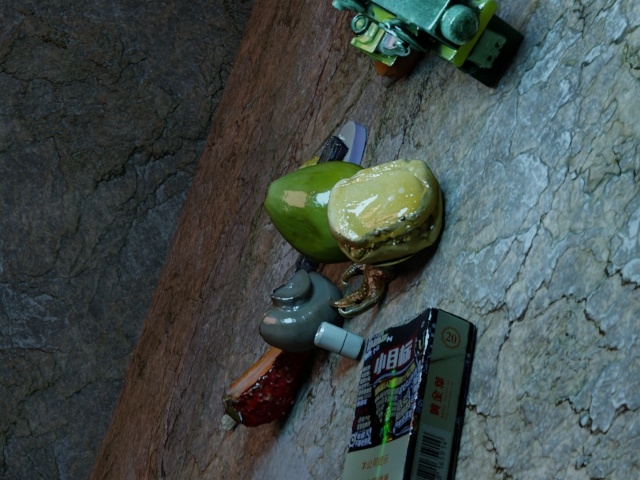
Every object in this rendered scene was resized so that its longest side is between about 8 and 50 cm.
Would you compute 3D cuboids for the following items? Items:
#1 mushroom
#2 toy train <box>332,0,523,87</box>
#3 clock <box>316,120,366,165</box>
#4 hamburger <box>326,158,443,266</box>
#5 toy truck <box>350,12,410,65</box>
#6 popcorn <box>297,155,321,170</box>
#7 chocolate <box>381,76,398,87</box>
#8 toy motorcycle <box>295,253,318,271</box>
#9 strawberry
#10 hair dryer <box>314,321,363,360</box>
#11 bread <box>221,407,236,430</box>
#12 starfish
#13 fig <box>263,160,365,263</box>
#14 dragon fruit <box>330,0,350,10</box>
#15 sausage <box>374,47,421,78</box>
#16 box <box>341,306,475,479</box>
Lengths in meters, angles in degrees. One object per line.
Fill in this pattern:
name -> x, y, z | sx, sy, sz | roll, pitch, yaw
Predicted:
mushroom -> -0.021, 0.145, 1.876 | 0.188, 0.117, 0.141 | -46, -31, -34
toy train -> 0.171, -0.404, 1.664 | 0.160, 0.253, 0.397 | -57, 42, 10
clock -> 0.037, -0.179, 2.210 | 0.198, 0.064, 0.172 | -63, 17, 15
hamburger -> 0.112, -0.052, 1.673 | 0.213, 0.108, 0.214 | -23, 38, 19
toy truck -> 0.182, -0.476, 1.917 | 0.135, 0.128, 0.260 | 31, 96, 41
popcorn -> -0.012, -0.161, 2.351 | 0.084, 0.084, 0.084 | -54, 22, 35
chocolate -> 0.162, -0.387, 2.150 | 0.100, 0.031, 0.065 | -26, 40, 66
toy motorcycle -> 0.000, 0.000, 2.110 | 0.193, 0.061, 0.124 | -61, 22, 15
strawberry -> -0.087, 0.291, 1.973 | 0.236, 0.111, 0.190 | -45, 6, -5
hair dryer -> 0.032, 0.181, 1.797 | 0.137, 0.082, 0.047 | -118, 51, -87
bread -> -0.206, 0.399, 2.263 | 0.070, 0.035, 0.083 | -52, 20, 35
starfish -> 0.078, 0.079, 1.772 | 0.190, 0.074, 0.146 | -55, 23, 36
fig -> 0.009, -0.051, 1.890 | 0.207, 0.230, 0.207 | -15, -90, -88
dragon fruit -> 0.080, -0.652, 2.326 | 0.210, 0.268, 0.205 | -135, 50, -71
sausage -> 0.214, -0.502, 2.043 | 0.349, 0.094, 0.097 | -64, 30, 8
box -> 0.123, 0.271, 1.405 | 0.198, 0.084, 0.310 | -37, 35, 58
